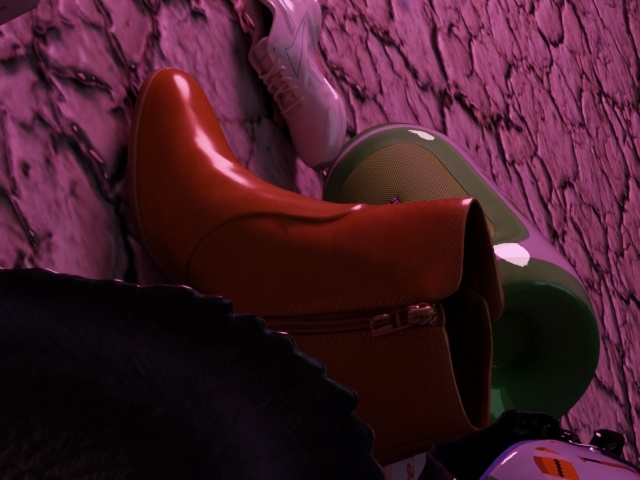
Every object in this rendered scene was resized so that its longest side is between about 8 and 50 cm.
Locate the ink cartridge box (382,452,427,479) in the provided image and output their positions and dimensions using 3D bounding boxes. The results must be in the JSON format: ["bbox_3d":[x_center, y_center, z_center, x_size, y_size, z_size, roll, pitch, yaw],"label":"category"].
[{"bbox_3d":[0.065,0.191,1.048,0.208,0.087,0.153,41,39,-44],"label":"ink cartridge box"}]

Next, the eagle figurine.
[{"bbox_3d":[-0.157,0.107,0.559,0.298,0.226,0.225,-9,117,-47],"label":"eagle figurine"}]

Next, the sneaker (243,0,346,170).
[{"bbox_3d":[-0.025,-0.123,1.141,0.061,0.053,0.152,3,67,-46],"label":"sneaker"}]

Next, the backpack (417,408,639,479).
[{"bbox_3d":[0.107,0.222,0.719,0.277,0.213,0.263,-64,149,-4],"label":"backpack"}]

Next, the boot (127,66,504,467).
[{"bbox_3d":[0.000,0.000,0.914,0.104,0.211,0.295,23,52,-57],"label":"boot"}]

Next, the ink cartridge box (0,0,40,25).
[{"bbox_3d":[-0.236,-0.219,0.745,0.219,0.092,0.160,39,40,-46],"label":"ink cartridge box"}]

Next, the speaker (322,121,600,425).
[{"bbox_3d":[0.086,0.016,1.045,0.131,0.131,0.296,56,2,-27],"label":"speaker"}]
